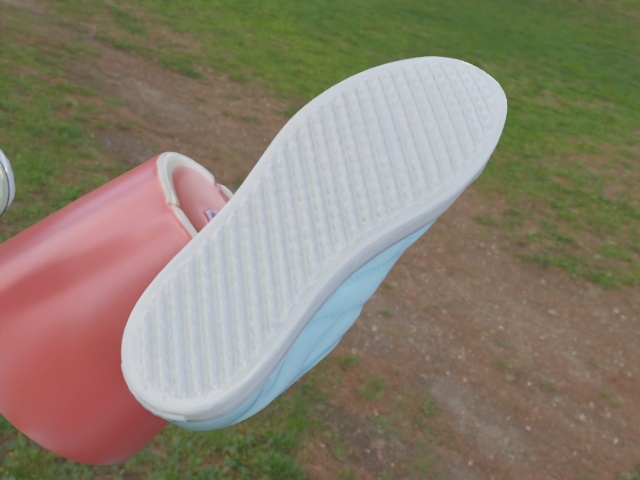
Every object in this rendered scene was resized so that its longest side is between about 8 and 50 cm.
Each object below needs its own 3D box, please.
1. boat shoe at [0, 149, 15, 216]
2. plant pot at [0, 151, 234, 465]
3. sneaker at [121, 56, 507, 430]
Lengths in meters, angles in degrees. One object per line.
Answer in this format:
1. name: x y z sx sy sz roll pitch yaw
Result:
1. boat shoe: -0.389 -0.035 0.643 0.303 0.113 0.103 -6 3 7
2. plant pot: -0.188 0.055 0.806 0.275 0.243 0.275 49 13 -15
3. sneaker: 0.000 0.000 0.610 0.135 0.366 0.150 44 -17 17
